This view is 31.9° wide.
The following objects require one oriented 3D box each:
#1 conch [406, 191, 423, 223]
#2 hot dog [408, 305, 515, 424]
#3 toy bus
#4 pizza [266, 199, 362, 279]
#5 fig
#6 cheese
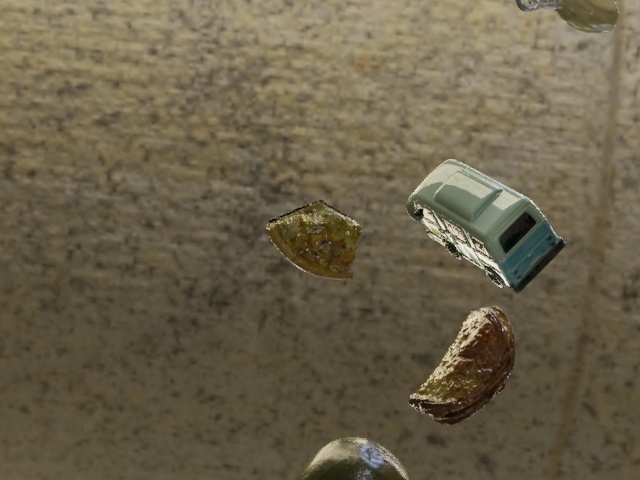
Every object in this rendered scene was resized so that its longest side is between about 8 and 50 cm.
[{"bbox_3d":[0.220,-0.066,2.324,0.085,0.076,0.056,60,13,-2],"label":"conch"},{"bbox_3d":[0.298,0.257,2.234,0.259,0.114,0.175,-51,-168,-11],"label":"hot dog"},{"bbox_3d":[0.277,-0.042,1.968,0.165,0.133,0.271,51,-9,-37],"label":"toy bus"},{"bbox_3d":[0.000,0.000,1.568,0.099,0.160,0.036,-52,-145,9],"label":"pizza"},{"bbox_3d":[0.005,0.266,1.086,0.117,0.177,0.117,54,2,-2],"label":"fig"},{"bbox_3d":[0.450,-0.464,2.045,0.071,0.248,0.164,139,-46,-55],"label":"cheese"}]
